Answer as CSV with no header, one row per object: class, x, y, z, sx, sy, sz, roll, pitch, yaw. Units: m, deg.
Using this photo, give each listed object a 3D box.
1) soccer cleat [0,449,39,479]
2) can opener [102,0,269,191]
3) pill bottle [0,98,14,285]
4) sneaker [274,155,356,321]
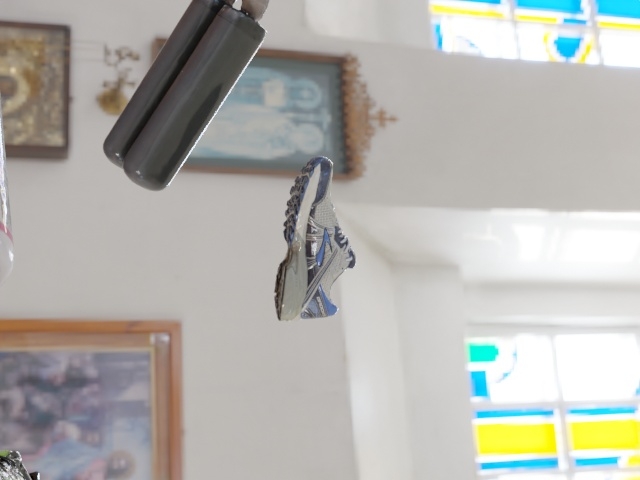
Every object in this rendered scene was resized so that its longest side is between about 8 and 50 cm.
soccer cleat,-0.285,0.211,0.961,0.179,0.060,0.072,74,14,-66
can opener,-0.091,-0.174,0.889,0.074,0.093,0.280,40,-77,45
pill bottle,-0.349,-0.094,0.941,0.160,0.160,0.283,121,-39,-56
sneaker,0.000,0.000,0.895,0.052,0.058,0.135,-127,-135,-72
